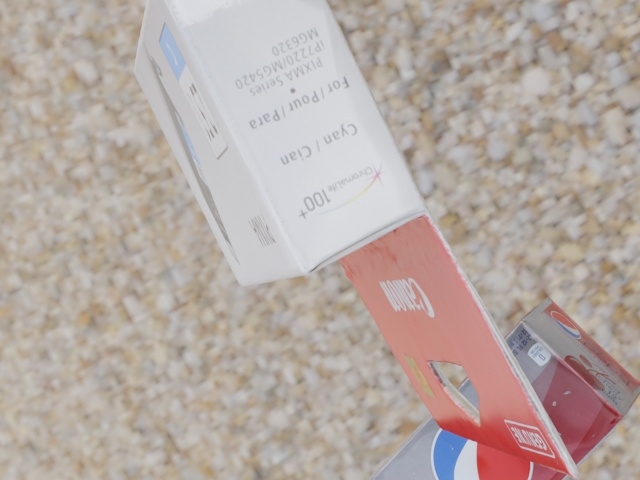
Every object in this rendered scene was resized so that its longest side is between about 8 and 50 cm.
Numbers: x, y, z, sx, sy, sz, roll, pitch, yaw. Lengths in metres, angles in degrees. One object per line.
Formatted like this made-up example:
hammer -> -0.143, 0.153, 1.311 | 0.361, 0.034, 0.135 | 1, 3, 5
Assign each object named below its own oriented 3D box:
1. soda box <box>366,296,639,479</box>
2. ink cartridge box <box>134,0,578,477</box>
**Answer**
soda box -> 0.086, 0.163, 1.167 | 0.092, 0.083, 0.263 | 44, 110, 8
ink cartridge box -> 0.000, 0.000, 0.857 | 0.261, 0.066, 0.296 | 62, 173, -1
